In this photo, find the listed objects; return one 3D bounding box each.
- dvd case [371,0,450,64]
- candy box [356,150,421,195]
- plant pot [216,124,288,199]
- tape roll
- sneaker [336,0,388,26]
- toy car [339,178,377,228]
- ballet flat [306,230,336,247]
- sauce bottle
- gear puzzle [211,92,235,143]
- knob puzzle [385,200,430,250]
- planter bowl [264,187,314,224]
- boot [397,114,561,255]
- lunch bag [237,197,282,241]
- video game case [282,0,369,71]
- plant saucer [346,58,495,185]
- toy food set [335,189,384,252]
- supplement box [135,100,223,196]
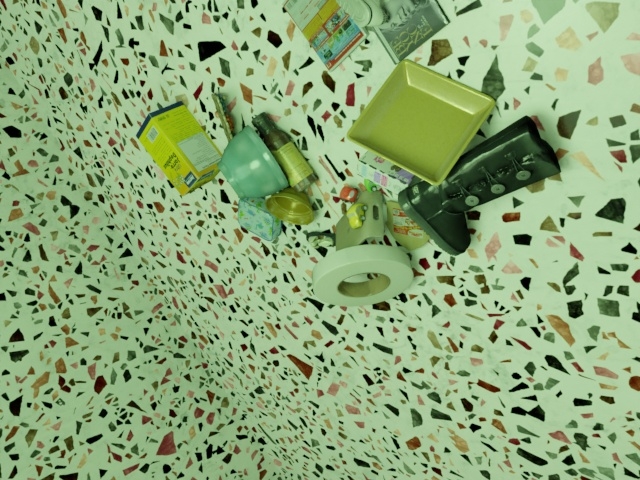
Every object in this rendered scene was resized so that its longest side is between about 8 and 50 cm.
[{"bbox_3d":[0.262,-0.663,1.593,0.221,0.018,0.164,-27,99,48],"label":"dvd case"},{"bbox_3d":[0.248,-0.252,1.781,0.196,0.165,0.070,30,147,21],"label":"candy box"},{"bbox_3d":[-0.289,-0.285,2.101,0.293,0.196,0.293,55,174,8],"label":"plant pot"},{"bbox_3d":[0.162,0.143,2.021,0.392,0.392,0.071,-50,38,48],"label":"tape roll"},{"bbox_3d":[0.117,-0.746,1.613,0.235,0.095,0.090,64,149,16],"label":"sneaker"},{"bbox_3d":[0.153,-0.184,1.939,0.053,0.239,0.225,26,118,-29],"label":"toy car"},{"bbox_3d":[0.000,0.000,2.252,0.203,0.074,0.074,2,119,40],"label":"ballet flat"},{"bbox_3d":[-0.148,-0.353,2.101,0.344,0.111,0.111,55,138,-3],"label":"sauce bottle"},{"bbox_3d":[-0.376,-0.459,2.229,0.175,0.044,0.338,-137,27,-64],"label":"gear puzzle"},{"bbox_3d":[0.333,-0.051,1.959,0.213,0.030,0.213,21,130,28],"label":"knob puzzle"},{"bbox_3d":[-0.116,-0.159,2.197,0.217,0.090,0.217,15,154,8],"label":"planter bowl"},{"bbox_3d":[0.524,-0.146,1.637,0.445,0.146,0.367,-32,135,29],"label":"boot"},{"bbox_3d":[-0.277,-0.104,2.400,0.219,0.090,0.176,28,132,23],"label":"lunch bag"},{"bbox_3d":[0.013,-0.737,1.750,0.285,0.025,0.204,54,138,-4],"label":"video game case"},{"bbox_3d":[0.305,-0.351,1.608,0.333,0.332,0.081,32,169,20],"label":"plant saucer"},{"bbox_3d":[0.148,-0.025,2.021,0.093,0.219,0.306,16,142,-19],"label":"toy food set"},{"bbox_3d":[-0.635,-0.418,2.406,0.356,0.194,0.195,53,138,-3],"label":"supplement box"}]
